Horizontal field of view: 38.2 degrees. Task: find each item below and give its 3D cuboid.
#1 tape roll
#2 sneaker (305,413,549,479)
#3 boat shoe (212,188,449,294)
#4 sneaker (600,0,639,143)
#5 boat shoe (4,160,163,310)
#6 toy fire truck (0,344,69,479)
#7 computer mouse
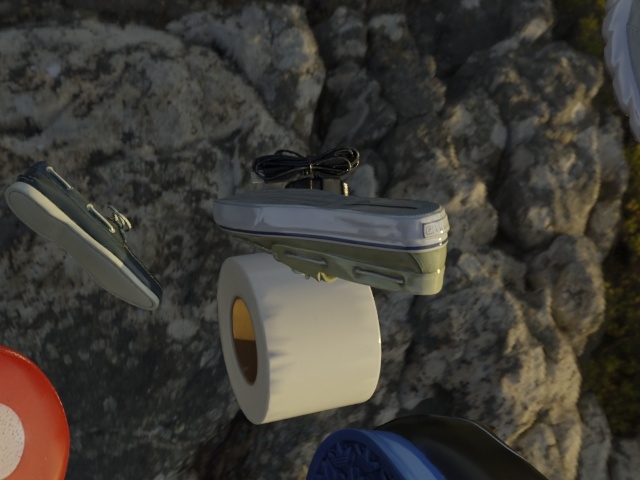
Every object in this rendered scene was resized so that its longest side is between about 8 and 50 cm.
[{"bbox_3d":[-0.037,0.132,1.349,0.169,0.246,0.246,-8,74,-20],"label":"tape roll"},{"bbox_3d":[0.087,0.149,0.299,0.090,0.081,0.232,1,43,-42],"label":"sneaker"},{"bbox_3d":[0.000,0.000,1.010,0.109,0.302,0.094,-18,110,-49],"label":"boat shoe"},{"bbox_3d":[0.252,-0.155,0.577,0.105,0.115,0.281,32,60,-39],"label":"sneaker"},{"bbox_3d":[-0.309,-0.006,1.264,0.254,0.095,0.079,39,53,-6],"label":"boat shoe"},{"bbox_3d":[-0.269,0.119,0.387,0.302,0.169,0.254,56,40,-28],"label":"toy fire truck"},{"bbox_3d":[-0.016,-0.048,1.656,0.188,0.272,0.072,-7,50,0],"label":"computer mouse"}]
